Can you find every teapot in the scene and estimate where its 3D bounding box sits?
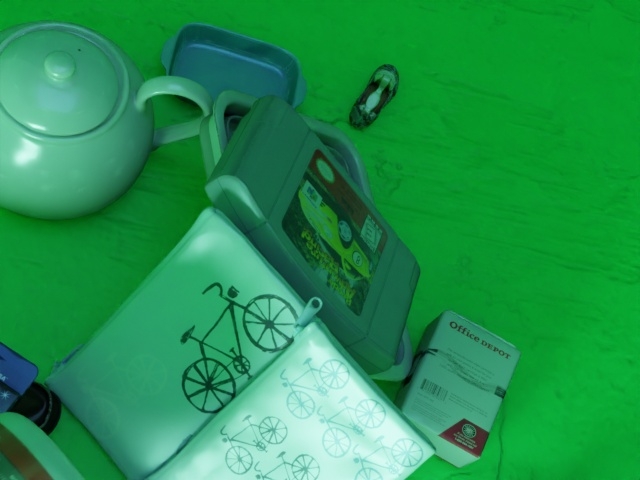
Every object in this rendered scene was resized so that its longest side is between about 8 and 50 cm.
[{"bbox_3d":[-0.294,-0.155,1.414,0.256,0.187,0.252,-39,84,-28],"label":"teapot"}]

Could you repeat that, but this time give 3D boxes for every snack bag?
[{"bbox_3d":[-0.097,0.176,1.282,0.342,0.323,0.037,49,27,7],"label":"snack bag"}]

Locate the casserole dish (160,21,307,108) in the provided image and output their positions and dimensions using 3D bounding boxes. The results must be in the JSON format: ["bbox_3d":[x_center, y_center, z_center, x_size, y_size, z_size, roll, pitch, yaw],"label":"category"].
[{"bbox_3d":[-0.112,-0.205,1.577,0.188,0.037,0.114,16,64,-11],"label":"casserole dish"}]

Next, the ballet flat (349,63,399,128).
[{"bbox_3d":[0.077,-0.193,1.629,0.041,0.041,0.114,32,62,-2],"label":"ballet flat"}]

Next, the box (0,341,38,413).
[{"bbox_3d":[-0.397,0.179,1.238,0.136,0.036,0.225,34,67,-3],"label":"box"}]

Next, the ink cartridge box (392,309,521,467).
[{"bbox_3d":[0.157,0.175,1.482,0.109,0.063,0.150,30,61,-4],"label":"ink cartridge box"}]

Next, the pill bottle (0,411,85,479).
[{"bbox_3d":[-0.360,0.334,1.087,0.363,0.210,0.210,-37,82,-24],"label":"pill bottle"}]

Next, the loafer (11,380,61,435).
[{"bbox_3d":[-0.382,0.168,1.307,0.220,0.078,0.080,8,65,-14],"label":"loafer"}]

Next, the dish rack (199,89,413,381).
[{"bbox_3d":[-0.026,0.007,1.438,0.286,0.072,0.332,13,58,-50],"label":"dish rack"}]

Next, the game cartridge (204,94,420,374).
[{"bbox_3d":[0.000,0.000,1.370,0.294,0.060,0.196,49,39,-22],"label":"game cartridge"}]
